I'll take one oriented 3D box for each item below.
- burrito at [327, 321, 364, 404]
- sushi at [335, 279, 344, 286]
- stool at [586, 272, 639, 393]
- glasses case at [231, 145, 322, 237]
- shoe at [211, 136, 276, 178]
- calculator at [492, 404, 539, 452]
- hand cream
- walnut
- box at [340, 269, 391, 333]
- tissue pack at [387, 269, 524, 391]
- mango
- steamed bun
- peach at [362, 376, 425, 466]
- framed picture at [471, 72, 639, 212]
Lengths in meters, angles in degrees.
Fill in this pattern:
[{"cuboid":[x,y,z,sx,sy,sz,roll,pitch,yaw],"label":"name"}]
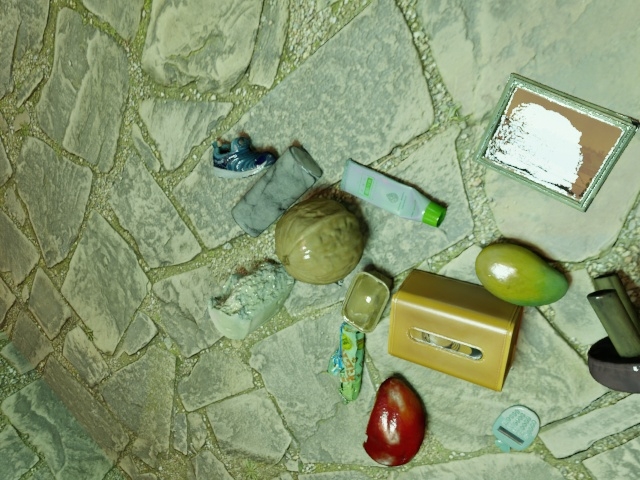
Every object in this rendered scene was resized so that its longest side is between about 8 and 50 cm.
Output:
[{"cuboid":[0.073,0.346,1.466,0.104,0.054,0.288,14,118,27],"label":"burrito"},{"cuboid":[0.017,0.058,1.390,0.126,0.026,0.120,32,125,18],"label":"sushi"},{"cuboid":[0.613,0.150,0.919,0.272,0.272,0.179,-16,89,36],"label":"stool"},{"cuboid":[-0.126,-0.126,1.375,0.114,0.060,0.299,46,128,-4],"label":"glasses case"},{"cuboid":[-0.212,-0.224,1.368,0.207,0.091,0.106,7,114,31],"label":"shoe"},{"cuboid":[0.488,0.476,1.280,0.095,0.021,0.153,31,124,18],"label":"calculator"},{"cuboid":[0.167,-0.110,1.215,0.275,0.050,0.079,28,96,25],"label":"hand cream"},{"cuboid":[0.000,0.000,1.255,0.228,0.228,0.228,13,118,27],"label":"walnut"},{"cuboid":[0.119,0.156,1.320,0.111,0.111,0.177,30,124,18],"label":"box"},{"cuboid":[0.313,0.207,1.197,0.274,0.145,0.195,13,116,27],"label":"tissue pack"},{"cuboid":[0.431,0.076,1.100,0.194,0.092,0.130,14,115,17],"label":"mango"},{"cuboid":[-0.214,0.165,1.459,0.170,0.225,0.200,42,129,10],"label":"steamed bun"},{"cuboid":[0.211,0.510,1.398,0.153,0.159,0.267,18,118,18],"label":"peach"},{"cuboid":[0.451,-0.191,1.008,0.252,0.014,0.197,30,123,18],"label":"framed picture"}]
